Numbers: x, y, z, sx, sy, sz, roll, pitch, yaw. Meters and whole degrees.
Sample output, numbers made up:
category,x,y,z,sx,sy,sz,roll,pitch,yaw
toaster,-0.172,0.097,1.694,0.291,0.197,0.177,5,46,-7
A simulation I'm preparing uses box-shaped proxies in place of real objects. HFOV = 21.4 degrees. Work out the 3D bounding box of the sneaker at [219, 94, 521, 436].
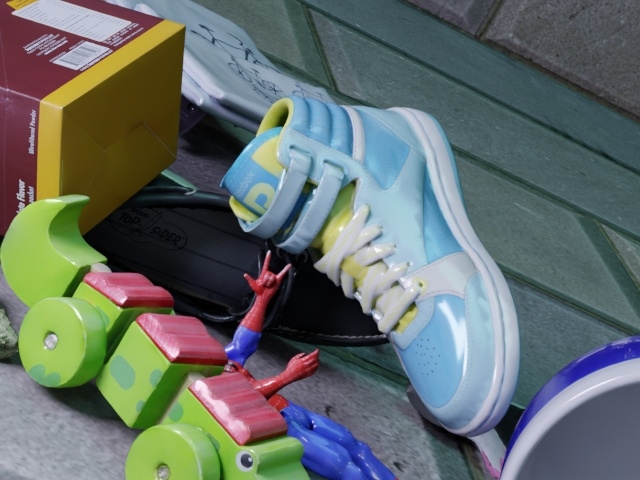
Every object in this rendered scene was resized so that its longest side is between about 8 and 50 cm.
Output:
category,x,y,z,sx,sy,sz,roll,pitch,yaw
sneaker,0.027,0.014,1.357,0.208,0.127,0.319,10,44,-33

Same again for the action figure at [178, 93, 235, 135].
category,x,y,z,sx,sy,sz,roll,pitch,yaw
action figure,-0.146,-0.186,1.925,0.185,0.099,0.285,30,18,-2

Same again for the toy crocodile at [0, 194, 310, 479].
category,x,y,z,sx,sy,sz,roll,pitch,yaw
toy crocodile,-0.107,0.100,1.201,0.340,0.105,0.115,45,22,27

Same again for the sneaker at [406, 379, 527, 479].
category,x,y,z,sx,sy,sz,roll,pitch,yaw
sneaker,0.165,0.167,1.526,0.178,0.072,0.077,42,10,16

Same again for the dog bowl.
category,x,y,z,sx,sy,sz,roll,pitch,yaw
dog bowl,0.261,0.205,1.252,0.265,0.265,0.104,31,15,1

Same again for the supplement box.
category,x,y,z,sx,sy,sz,roll,pitch,yaw
supplement box,-0.241,-0.110,1.366,0.194,0.129,0.191,18,33,18

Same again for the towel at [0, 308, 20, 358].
category,x,y,z,sx,sy,sz,roll,pitch,yaw
towel,-0.291,0.038,1.218,0.148,0.027,0.110,17,23,-35

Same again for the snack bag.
category,x,y,z,sx,sy,sz,roll,pitch,yaw
snack bag,-0.096,-0.192,1.805,0.323,0.037,0.342,22,21,-48

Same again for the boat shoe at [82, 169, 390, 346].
category,x,y,z,sx,sy,sz,roll,pitch,yaw
boat shoe,-0.071,0.021,1.447,0.340,0.127,0.113,26,20,-8

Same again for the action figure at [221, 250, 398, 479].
category,x,y,z,sx,sy,sz,roll,pitch,yaw
action figure,0.002,0.119,1.299,0.280,0.139,0.091,27,17,-2
